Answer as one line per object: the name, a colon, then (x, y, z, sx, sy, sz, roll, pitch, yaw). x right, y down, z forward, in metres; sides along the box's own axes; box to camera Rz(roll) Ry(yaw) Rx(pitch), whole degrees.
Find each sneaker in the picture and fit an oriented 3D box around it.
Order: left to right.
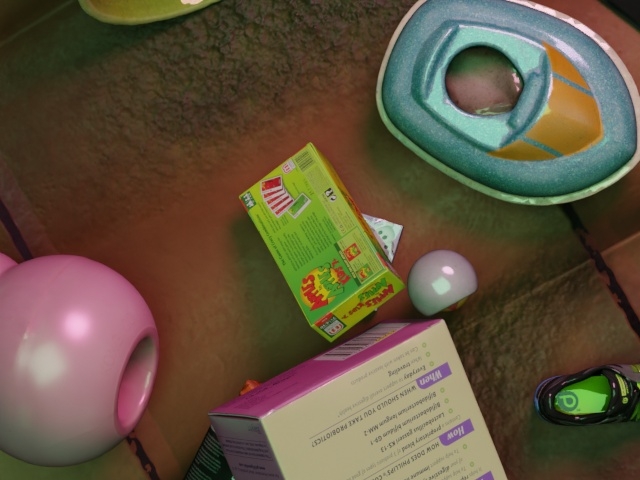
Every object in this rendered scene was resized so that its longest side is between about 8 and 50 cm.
sneaker: (0.301, 0.149, 1.721, 0.188, 0.078, 0.067, -10, 89, 6)

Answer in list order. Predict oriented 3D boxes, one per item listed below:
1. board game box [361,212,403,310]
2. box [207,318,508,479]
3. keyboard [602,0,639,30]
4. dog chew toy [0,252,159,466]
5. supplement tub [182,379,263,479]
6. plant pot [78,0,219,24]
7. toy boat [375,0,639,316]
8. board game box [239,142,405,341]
board game box: (0.028, 0.015, 1.781, 0.090, 0.020, 0.090, 18, 91, 6)
box: (0.048, 0.225, 1.663, 0.213, 0.117, 0.243, -27, 99, -27)
keyboard: (0.401, -0.256, 1.708, 0.317, 0.033, 0.201, 38, 122, 4)
dog chew toy: (-0.331, 0.098, 1.739, 0.332, 0.206, 0.206, 13, 91, 14)
supplement tub: (-0.074, 0.241, 1.743, 0.117, 0.117, 0.190, 26, 93, 6)
plant pot: (-0.159, -0.389, 1.700, 0.276, 0.276, 0.254, -29, 75, 5)
toy boat: (0.164, -0.076, 1.702, 0.267, 0.148, 0.318, 20, 92, 6)
board game box: (0.000, 0.000, 1.724, 0.092, 0.043, 0.181, -37, 53, 9)
